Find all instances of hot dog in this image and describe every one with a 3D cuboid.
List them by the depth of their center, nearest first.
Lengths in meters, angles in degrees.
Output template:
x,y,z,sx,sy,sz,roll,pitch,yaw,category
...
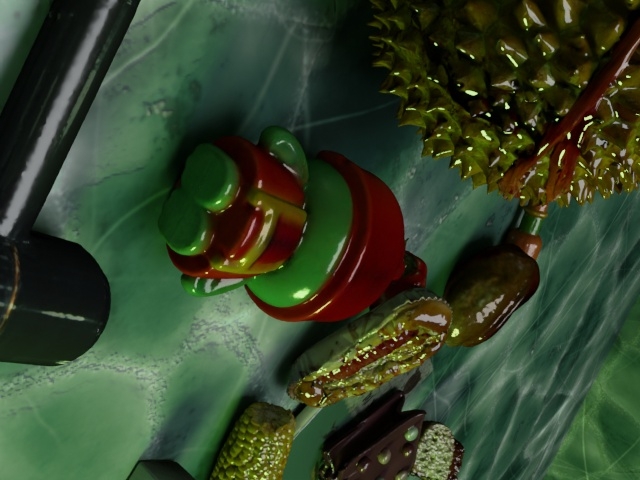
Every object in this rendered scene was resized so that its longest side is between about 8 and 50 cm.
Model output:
x,y,z,sx,sy,sz,roll,pitch,yaw,category
0.067,0.151,1.018,0.253,0.069,0.131,-30,138,8,hot dog

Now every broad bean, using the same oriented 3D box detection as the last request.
x,y,z,sx,sy,sz,roll,pitch,yaw,category
0.285,0.092,1.288,0.229,0.122,0.156,-36,160,-21,broad bean

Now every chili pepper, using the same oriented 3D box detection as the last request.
x,y,z,sx,sy,sz,roll,pitch,yaw,category
0.110,0.056,1.055,0.084,0.086,0.192,-11,142,-14,chili pepper

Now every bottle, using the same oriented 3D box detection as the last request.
x,y,z,sx,sy,sz,roll,pitch,yaw,category
0.376,0.009,1.386,0.069,0.069,0.186,-8,121,-50,bottle

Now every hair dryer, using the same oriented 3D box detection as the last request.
x,y,z,sx,sy,sz,roll,pitch,yaw,category
-0.190,-0.075,0.543,0.352,0.107,0.189,-63,150,0,hair dryer

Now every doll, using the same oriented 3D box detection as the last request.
x,y,z,sx,sy,sz,roll,pitch,yaw,category
-0.001,0.000,0.788,0.363,0.160,0.182,15,104,-57,doll

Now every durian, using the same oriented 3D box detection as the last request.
x,y,z,sx,sy,sz,roll,pitch,yaw,category
0.220,-0.202,0.700,0.348,0.384,0.347,-24,135,-26,durian

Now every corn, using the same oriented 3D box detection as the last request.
x,y,z,sx,sy,sz,roll,pitch,yaw,category
-0.112,0.357,1.008,0.102,0.101,0.310,-12,127,-48,corn

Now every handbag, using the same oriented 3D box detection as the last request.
x,y,z,sx,sy,sz,roll,pitch,yaw,category
0.082,0.376,1.251,0.216,0.074,0.203,-30,140,-36,handbag

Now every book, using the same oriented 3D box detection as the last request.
x,y,z,sx,sy,sz,roll,pitch,yaw,category
0.047,0.284,1.217,0.379,0.031,0.264,-46,147,-17,book

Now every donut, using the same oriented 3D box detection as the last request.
x,y,z,sx,sy,sz,roll,pitch,yaw,category
0.215,0.432,1.506,0.187,0.144,0.126,42,75,-27,donut

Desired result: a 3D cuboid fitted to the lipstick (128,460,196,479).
x,y,z,sx,sy,sz,roll,pitch,yaw,category
-0.267,0.441,0.894,0.371,0.080,0.076,-59,147,2,lipstick
